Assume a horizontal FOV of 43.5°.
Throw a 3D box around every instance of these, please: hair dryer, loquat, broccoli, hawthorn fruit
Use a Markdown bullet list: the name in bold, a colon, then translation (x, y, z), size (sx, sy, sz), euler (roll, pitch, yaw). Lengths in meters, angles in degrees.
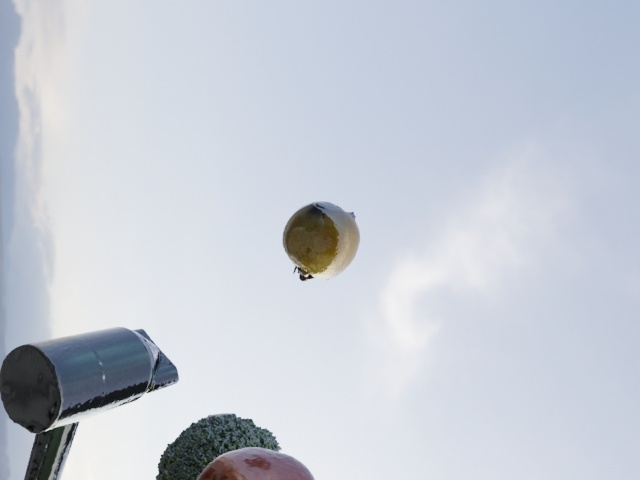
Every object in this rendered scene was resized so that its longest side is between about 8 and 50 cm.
- **hair dryer**: translation (-0.337, 0.266, 1.125), size (0.116, 0.244, 0.303), euler (29, -75, 27)
- **loquat**: translation (0.000, 0.000, 1.488), size (0.163, 0.137, 0.163), euler (-15, -124, 24)
- **broccoli**: translation (-0.202, 0.437, 1.538), size (0.198, 0.176, 0.226), euler (36, -87, 43)
- **hawthorn fruit**: translation (-0.120, 0.422, 1.218), size (0.210, 0.262, 0.211), euler (-10, -106, 37)
